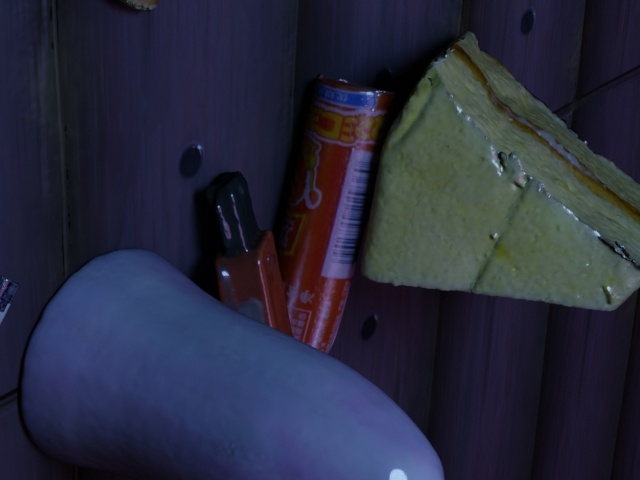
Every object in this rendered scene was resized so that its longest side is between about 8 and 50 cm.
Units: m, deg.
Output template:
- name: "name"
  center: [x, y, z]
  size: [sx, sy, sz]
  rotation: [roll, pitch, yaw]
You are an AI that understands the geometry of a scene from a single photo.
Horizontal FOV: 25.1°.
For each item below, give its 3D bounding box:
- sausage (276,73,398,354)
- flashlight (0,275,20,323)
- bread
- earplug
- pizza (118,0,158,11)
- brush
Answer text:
- name: "sausage"
  center: [0.000, 0.000, 1.207]
  size: [0.074, 0.074, 0.274]
  rotation: [-4, 110, -55]
- name: "flashlight"
  center: [-0.228, 0.062, 0.959]
  size: [0.018, 0.018, 0.083]
  rotation: [37, 76, -54]
- name: "bread"
  center: [0.187, -0.065, 1.236]
  size: [0.263, 0.236, 0.198]
  rotation: [-47, 149, -68]
- name: "earplug"
  center: [-0.046, 0.132, 1.000]
  size: [0.172, 0.301, 0.172]
  rotation: [-31, 131, -43]
- name: "pizza"
  center: [-0.122, -0.197, 0.966]
  size: [0.078, 0.025, 0.083]
  rotation: [-57, 152, -10]
- name: "brush"
  center: [-0.044, 0.100, 1.161]
  size: [0.070, 0.051, 0.323]
  rotation: [-87, 170, -70]
